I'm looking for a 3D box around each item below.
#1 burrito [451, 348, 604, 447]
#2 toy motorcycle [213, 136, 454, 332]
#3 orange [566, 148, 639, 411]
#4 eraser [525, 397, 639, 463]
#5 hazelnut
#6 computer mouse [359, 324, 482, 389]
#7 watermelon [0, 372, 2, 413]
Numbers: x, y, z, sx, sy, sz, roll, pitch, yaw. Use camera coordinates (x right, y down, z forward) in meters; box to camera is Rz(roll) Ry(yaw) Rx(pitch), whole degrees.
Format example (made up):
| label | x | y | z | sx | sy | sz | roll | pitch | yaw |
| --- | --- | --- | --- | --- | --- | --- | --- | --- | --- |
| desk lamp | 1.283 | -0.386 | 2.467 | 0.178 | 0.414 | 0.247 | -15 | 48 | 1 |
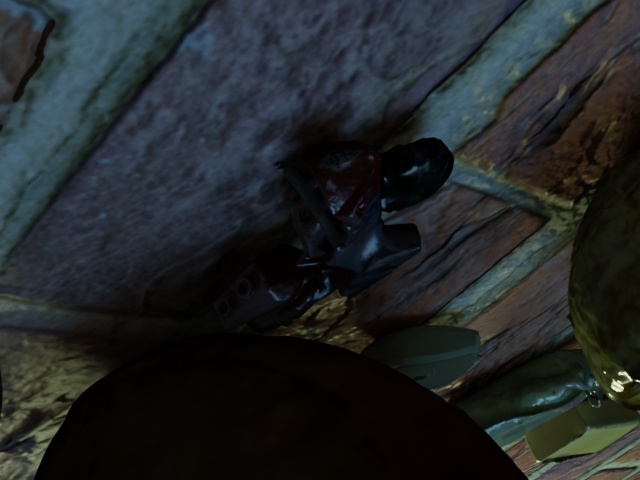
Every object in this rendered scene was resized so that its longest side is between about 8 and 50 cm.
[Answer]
| label | x | y | z | sx | sy | sz | roll | pitch | yaw |
| --- | --- | --- | --- | --- | --- | --- | --- | --- | --- |
| burrito | 0.276 | 0.204 | 1.206 | 0.229 | 0.089 | 0.144 | -23 | 164 | -5 |
| toy motorcycle | 0.000 | 0.001 | 0.669 | 0.122 | 0.082 | 0.213 | 10 | 133 | -48 |
| orange | 0.356 | 0.012 | 0.840 | 0.368 | 0.210 | 0.271 | 9 | 133 | -43 |
| eraser | 0.423 | 0.303 | 1.501 | 0.172 | 0.058 | 0.117 | 4 | 139 | -42 |
| hazelnut | -0.019 | 0.251 | 0.748 | 0.421 | 0.353 | 0.421 | 0 | 176 | 0 |
| computer mouse | 0.096 | 0.120 | 0.959 | 0.181 | 0.056 | 0.089 | -6 | 148 | -35 |
| watermelon | -0.283 | 0.159 | 0.710 | 0.155 | 0.101 | 0.080 | -41 | 137 | 6 |
